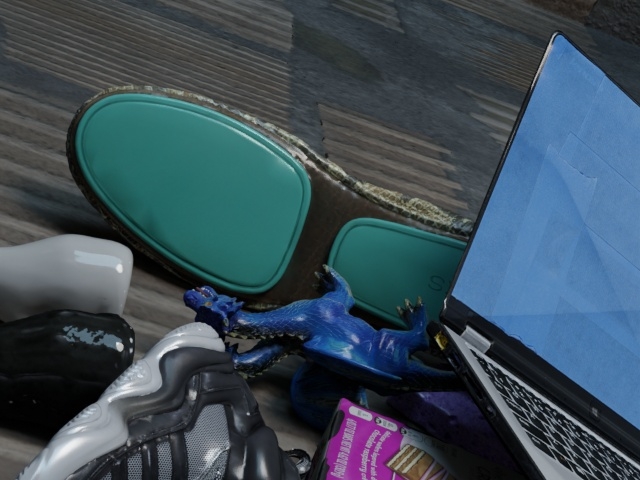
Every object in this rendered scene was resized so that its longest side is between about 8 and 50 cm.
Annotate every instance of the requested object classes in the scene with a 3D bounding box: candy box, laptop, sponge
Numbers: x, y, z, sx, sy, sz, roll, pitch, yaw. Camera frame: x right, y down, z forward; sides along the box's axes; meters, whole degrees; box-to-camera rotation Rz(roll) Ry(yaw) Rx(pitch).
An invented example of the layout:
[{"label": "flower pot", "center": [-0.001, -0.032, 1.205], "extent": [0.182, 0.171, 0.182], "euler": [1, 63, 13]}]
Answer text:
[{"label": "candy box", "center": [0.100, 0.216, 1.106], "extent": [0.233, 0.071, 0.159], "euler": [23, 21, -1]}, {"label": "laptop", "center": [0.299, 0.104, 1.188], "extent": [0.382, 0.236, 0.408], "euler": [35, 14, -32]}, {"label": "sponge", "center": [0.170, 0.175, 1.326], "extent": [0.210, 0.031, 0.117], "euler": [35, 24, 28]}]

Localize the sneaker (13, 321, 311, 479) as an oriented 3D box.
[{"label": "sneaker", "center": [-0.102, 0.169, 0.968], "extent": [0.153, 0.101, 0.268], "euler": [44, 42, 2]}]

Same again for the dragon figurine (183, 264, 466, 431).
[{"label": "dragon figurine", "center": [0.027, 0.105, 1.249], "extent": [0.289, 0.085, 0.144], "euler": [25, 37, 10]}]

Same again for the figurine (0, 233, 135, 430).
[{"label": "figurine", "center": [-0.248, 0.049, 1.138], "extent": [0.209, 0.092, 0.215], "euler": [13, 22, -13]}]

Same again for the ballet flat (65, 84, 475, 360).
[{"label": "ballet flat", "center": [0.000, 0.000, 1.422], "extent": [0.483, 0.164, 0.182], "euler": [22, 1, 4]}]
